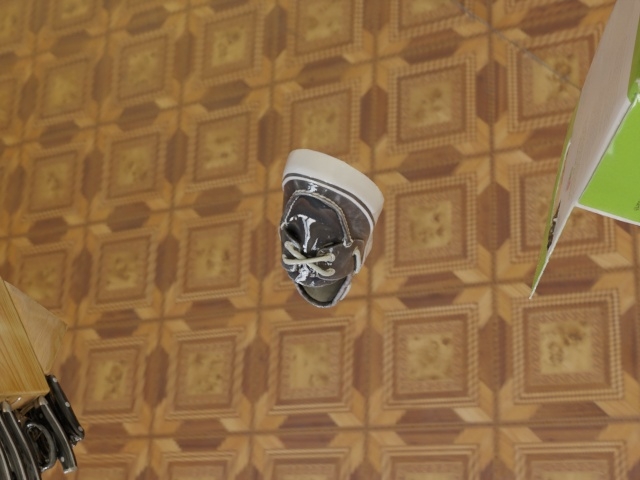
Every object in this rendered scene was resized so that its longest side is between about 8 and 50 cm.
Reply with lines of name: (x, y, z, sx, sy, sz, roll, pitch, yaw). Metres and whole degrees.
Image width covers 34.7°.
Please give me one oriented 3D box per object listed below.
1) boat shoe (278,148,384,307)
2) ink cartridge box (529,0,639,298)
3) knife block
boat shoe: (0.000, 0.000, 1.123, 0.108, 0.301, 0.102, 21, 72, 7)
ink cartridge box: (0.236, -0.083, 0.724, 0.097, 0.255, 0.189, 16, 58, 6)
knife block: (-0.365, 0.143, 1.050, 0.088, 0.275, 0.242, -40, 21, 24)
